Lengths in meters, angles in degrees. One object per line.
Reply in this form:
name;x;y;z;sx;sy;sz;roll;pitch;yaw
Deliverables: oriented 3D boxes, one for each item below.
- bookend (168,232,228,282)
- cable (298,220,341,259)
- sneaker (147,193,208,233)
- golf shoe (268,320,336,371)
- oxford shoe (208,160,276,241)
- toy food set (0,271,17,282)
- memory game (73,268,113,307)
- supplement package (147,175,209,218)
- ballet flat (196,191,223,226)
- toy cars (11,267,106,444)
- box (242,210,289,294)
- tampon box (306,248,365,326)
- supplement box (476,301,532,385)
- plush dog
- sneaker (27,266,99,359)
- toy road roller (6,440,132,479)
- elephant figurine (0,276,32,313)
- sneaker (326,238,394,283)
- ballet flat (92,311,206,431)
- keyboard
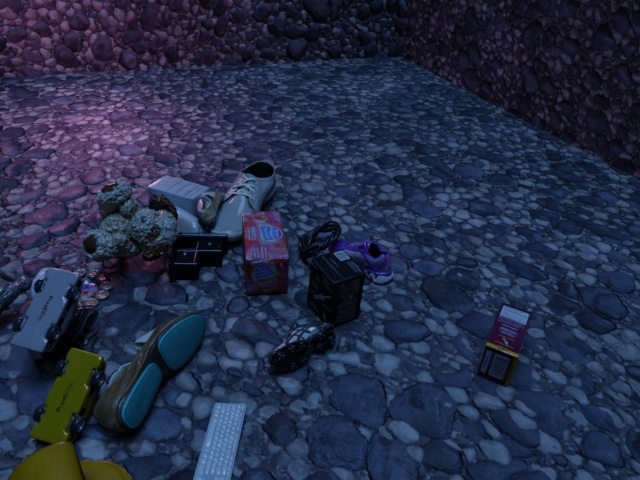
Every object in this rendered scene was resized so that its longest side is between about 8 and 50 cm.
bookend;-0.357;0.050;1.526;0.156;0.073;0.157;2;35;-6
cable;0.000;0.000;1.621;0.150;0.047;0.184;-24;20;6
sneaker;-0.467;-0.070;1.678;0.237;0.085;0.086;34;5;19
golf shoe;-0.058;0.255;1.278;0.198;0.077;0.093;-18;26;-37
oxford shoe;-0.264;-0.147;1.782;0.169;0.130;0.449;13;36;9
toy food set;-0.906;0.129;1.312;0.217;0.128;0.071;-5;71;-10
memory game;-0.664;0.135;1.413;0.186;0.012;0.186;4;34;-3
supplement package;-0.478;-0.137;1.755;0.179;0.105;0.105;17;34;15
ballet flat;-0.362;-0.120;1.682;0.067;0.073;0.206;43;19;-24
toy cars;-0.558;0.247;1.128;0.176;0.087;0.394;-25;65;-7
box;-0.167;0.031;1.530;0.122;0.128;0.257;-2;34;-10
tampon box;0.040;0.129;1.384;0.101;0.161;0.120;-15;40;-28
supplement box;0.465;0.257;1.303;0.080;0.104;0.188;20;36;21
plush dog;-0.522;-0.024;1.493;0.225;0.211;0.263;2;59;4
sneaker;-0.632;0.171;1.287;0.152;0.101;0.269;-4;44;-16
toy road roller;-0.443;0.452;0.773;0.329;0.241;0.202;-16;39;-28
elephant figurine;-0.831;0.174;1.231;0.186;0.169;0.239;32;15;-30
sneaker;0.125;0.036;1.584;0.236;0.105;0.095;26;40;29
ballet flat;-0.391;0.282;1.172;0.124;0.116;0.342;-3;34;23
keyboard;-0.206;0.432;1.037;0.072;0.014;0.256;6;34;0
